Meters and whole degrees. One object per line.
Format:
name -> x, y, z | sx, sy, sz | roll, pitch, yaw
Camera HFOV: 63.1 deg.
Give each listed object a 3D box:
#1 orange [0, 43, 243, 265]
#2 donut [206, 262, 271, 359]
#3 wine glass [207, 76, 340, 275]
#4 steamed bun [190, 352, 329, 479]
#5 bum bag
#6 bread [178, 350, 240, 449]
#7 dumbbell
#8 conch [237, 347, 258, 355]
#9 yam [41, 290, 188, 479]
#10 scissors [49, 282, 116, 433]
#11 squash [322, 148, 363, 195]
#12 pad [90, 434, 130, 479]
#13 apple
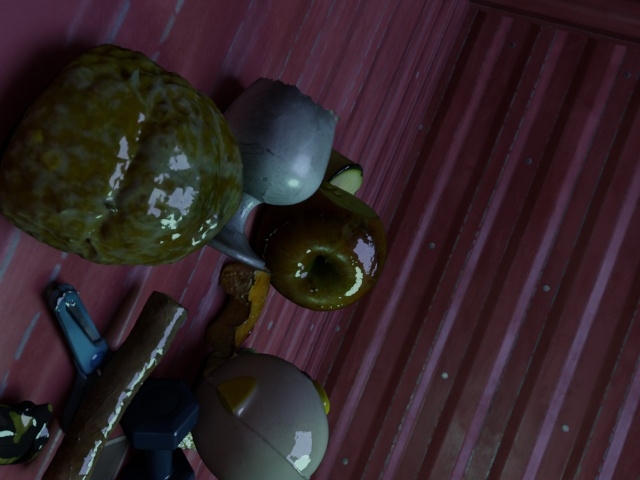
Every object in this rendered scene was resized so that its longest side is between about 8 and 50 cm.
orange -> -0.222, -0.089, 0.701 | 0.270, 0.211, 0.369 | -67, 163, 4
donut -> -0.198, 0.161, 1.333 | 0.152, 0.101, 0.258 | -28, 136, -68
wine glass -> -0.113, -0.127, 0.984 | 0.322, 0.238, 0.238 | -64, 165, 1
steamed bun -> -0.146, 0.427, 1.236 | 0.333, 0.334, 0.374 | -64, -160, -16
bum bag -> -0.440, 0.257, 0.686 | 0.106, 0.060, 0.232 | -57, 161, -8
bread -> -0.284, 0.439, 1.433 | 0.265, 0.178, 0.142 | -66, -163, 0
dumbbell -> -0.346, 0.447, 1.117 | 0.144, 0.160, 0.324 | -102, -161, -54
conch -> -0.230, 0.387, 1.614 | 0.095, 0.079, 0.200 | -31, 153, -37
yam -> -0.340, 0.252, 0.876 | 0.356, 0.081, 0.081 | -63, 165, -15
scissors -> -0.383, 0.201, 0.865 | 0.180, 0.032, 0.392 | -56, 162, -39
squash -> 0.027, -0.185, 1.705 | 0.220, 0.133, 0.220 | -44, 159, -22
pad -> -0.476, 0.528, 1.057 | 0.266, 0.002, 0.176 | -67, 166, -4
apple -> 0.000, 0.000, 1.465 | 0.384, 0.374, 0.374 | 55, 45, -23
